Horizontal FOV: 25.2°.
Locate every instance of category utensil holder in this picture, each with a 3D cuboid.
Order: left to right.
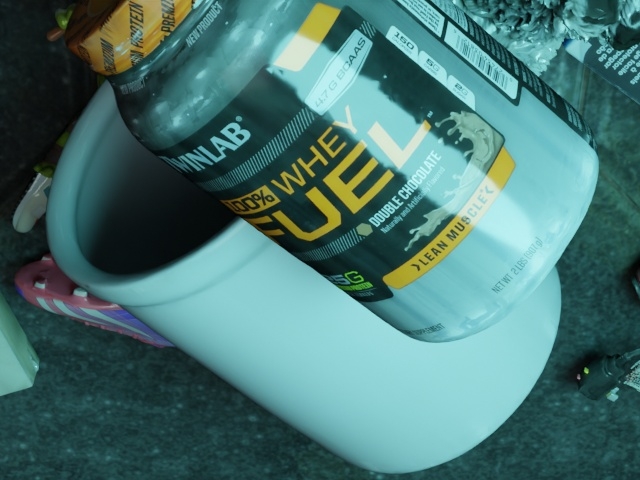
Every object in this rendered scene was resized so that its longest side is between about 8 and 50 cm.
[{"bbox_3d":[0.000,0.000,1.321,0.328,0.327,0.385,-33,130,20],"label":"utensil holder"}]

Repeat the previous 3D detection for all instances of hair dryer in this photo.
[{"bbox_3d":[0.428,0.075,1.563,0.224,0.080,0.293,12,129,-25],"label":"hair dryer"}]

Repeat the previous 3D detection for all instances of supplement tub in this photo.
[{"bbox_3d":[0.009,-0.096,0.978,0.338,0.207,0.207,36,116,-22],"label":"supplement tub"}]

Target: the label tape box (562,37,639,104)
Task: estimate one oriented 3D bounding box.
[{"bbox_3d":[0.428,-0.197,1.353,0.334,0.106,0.240,32,118,-17],"label":"label tape box"}]

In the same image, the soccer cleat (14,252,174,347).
[{"bbox_3d":[-0.209,0.076,1.558,0.248,0.083,0.095,6,127,-6],"label":"soccer cleat"}]

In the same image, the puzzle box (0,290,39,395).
[{"bbox_3d":[-0.552,0.099,1.593,0.409,0.052,0.272,-15,120,10],"label":"puzzle box"}]

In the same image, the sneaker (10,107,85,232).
[{"bbox_3d":[-0.258,-0.057,1.484,0.075,0.057,0.161,32,115,-12],"label":"sneaker"}]

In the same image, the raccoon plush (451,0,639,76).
[{"bbox_3d":[0.229,-0.305,1.276,0.216,0.299,0.446,44,77,-11],"label":"raccoon plush"}]

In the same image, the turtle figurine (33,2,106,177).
[{"bbox_3d":[-0.197,-0.151,1.397,0.270,0.087,0.217,23,98,-32],"label":"turtle figurine"}]
